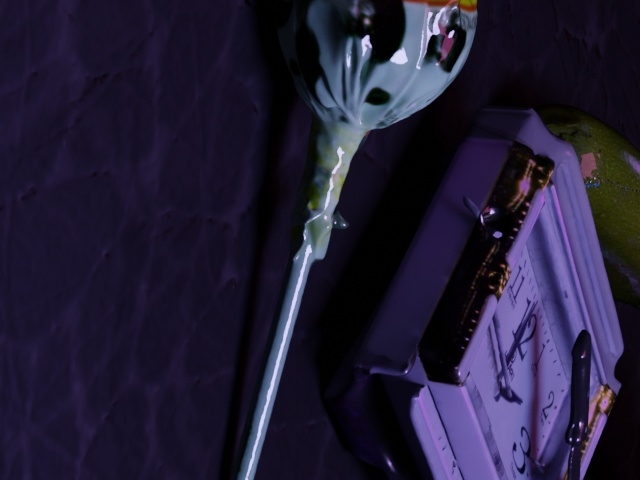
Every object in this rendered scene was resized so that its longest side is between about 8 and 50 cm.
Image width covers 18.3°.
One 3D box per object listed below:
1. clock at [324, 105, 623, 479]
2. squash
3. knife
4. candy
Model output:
[{"bbox_3d":[0.091,0.067,1.111,0.186,0.083,0.253,-62,149,-32],"label":"clock"},{"bbox_3d":[0.189,-0.011,1.278,0.331,0.087,0.087,38,65,-62],"label":"squash"},{"bbox_3d":[0.146,0.130,1.136,0.023,0.010,0.170,-38,133,-53],"label":"knife"},{"bbox_3d":[0.000,0.000,0.928,0.083,0.091,0.305,0,106,-65],"label":"candy"}]
